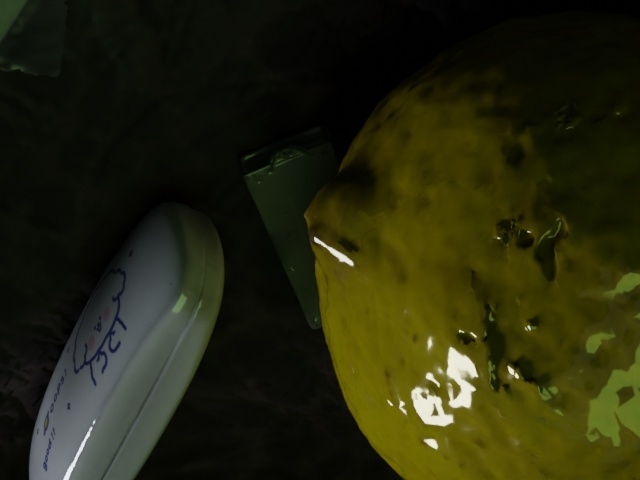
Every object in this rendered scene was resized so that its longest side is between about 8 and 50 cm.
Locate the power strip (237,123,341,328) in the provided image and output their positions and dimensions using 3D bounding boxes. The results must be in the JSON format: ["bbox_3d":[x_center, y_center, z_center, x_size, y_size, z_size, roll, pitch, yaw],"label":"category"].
[{"bbox_3d":[0.000,0.000,0.657,0.051,0.019,0.136,-23,130,1],"label":"power strip"}]

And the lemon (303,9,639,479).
[{"bbox_3d":[0.131,0.022,0.569,0.267,0.267,0.267,-8,129,-10],"label":"lemon"}]

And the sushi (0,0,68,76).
[{"bbox_3d":[-0.221,-0.167,0.437,0.290,0.050,0.264,1,127,-18],"label":"sushi"}]

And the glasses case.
[{"bbox_3d":[-0.101,0.068,0.644,0.049,0.076,0.197,14,123,-28],"label":"glasses case"}]
